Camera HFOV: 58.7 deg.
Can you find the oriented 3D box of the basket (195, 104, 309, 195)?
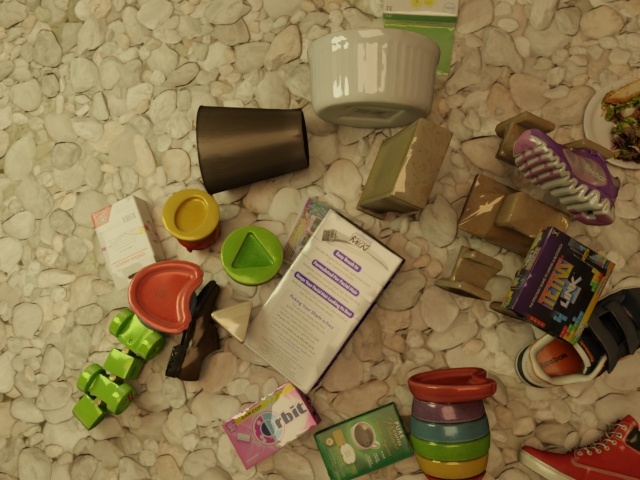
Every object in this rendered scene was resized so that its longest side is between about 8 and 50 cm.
[{"bbox_3d":[-0.144,-0.211,1.266,0.226,0.154,0.205,-5,81,5],"label":"basket"}]

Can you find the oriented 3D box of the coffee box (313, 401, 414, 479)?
[{"bbox_3d":[0.090,0.421,1.182,0.184,0.040,0.113,-25,79,5],"label":"coffee box"}]

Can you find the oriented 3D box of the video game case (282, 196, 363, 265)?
[{"bbox_3d":[0.000,0.000,1.274,0.143,0.019,0.157,25,87,12],"label":"video game case"}]

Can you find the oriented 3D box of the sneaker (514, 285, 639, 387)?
[{"bbox_3d":[0.538,0.193,1.106,0.321,0.127,0.126,-32,76,1],"label":"sneaker"}]

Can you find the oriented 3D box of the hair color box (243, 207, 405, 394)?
[{"bbox_3d":[0.007,0.125,1.195,0.185,0.110,0.339,36,96,12],"label":"hair color box"}]

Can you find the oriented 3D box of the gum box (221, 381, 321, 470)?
[{"bbox_3d":[-0.098,0.383,1.206,0.188,0.062,0.107,-33,78,3],"label":"gum box"}]

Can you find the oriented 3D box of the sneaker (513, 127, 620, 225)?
[{"bbox_3d":[0.452,-0.131,1.028,0.236,0.095,0.105,37,78,-14],"label":"sneaker"}]

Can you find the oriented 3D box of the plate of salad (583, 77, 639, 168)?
[{"bbox_3d":[0.659,-0.249,1.193,0.199,0.048,0.200,-1,81,8],"label":"plate of salad"}]

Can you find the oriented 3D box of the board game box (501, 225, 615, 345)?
[{"bbox_3d":[0.432,0.082,1.036,0.141,0.048,0.170,29,84,-7],"label":"board game box"}]

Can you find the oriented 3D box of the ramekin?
[{"bbox_3d":[0.108,-0.324,1.183,0.277,0.277,0.135,1,88,9],"label":"ramekin"}]

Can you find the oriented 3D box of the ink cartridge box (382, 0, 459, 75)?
[{"bbox_3d":[0.226,-0.503,1.299,0.171,0.056,0.235,7,80,9],"label":"ink cartridge box"}]

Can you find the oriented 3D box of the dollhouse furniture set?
[{"bbox_3d":[0.307,-0.073,1.172,0.393,0.256,0.362,23,86,-10],"label":"dollhouse furniture set"}]

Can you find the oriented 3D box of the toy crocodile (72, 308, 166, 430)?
[{"bbox_3d":[-0.431,0.266,1.267,0.115,0.105,0.341,27,82,12],"label":"toy crocodile"}]

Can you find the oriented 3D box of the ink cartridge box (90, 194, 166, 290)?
[{"bbox_3d":[-0.437,0.010,1.316,0.115,0.067,0.198,-24,77,5],"label":"ink cartridge box"}]

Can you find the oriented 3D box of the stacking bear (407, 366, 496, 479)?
[{"bbox_3d":[0.260,0.409,1.105,0.164,0.175,0.289,-5,88,6],"label":"stacking bear"}]

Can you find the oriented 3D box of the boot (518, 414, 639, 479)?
[{"bbox_3d":[0.517,0.400,1.098,0.244,0.088,0.176,20,84,3],"label":"boot"}]

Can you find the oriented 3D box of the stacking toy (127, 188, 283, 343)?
[{"bbox_3d":[-0.240,0.076,1.223,0.279,0.130,0.309,21,67,1],"label":"stacking toy"}]

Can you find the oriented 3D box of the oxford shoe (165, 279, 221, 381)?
[{"bbox_3d":[-0.260,0.201,1.264,0.096,0.083,0.227,21,80,-15],"label":"oxford shoe"}]
